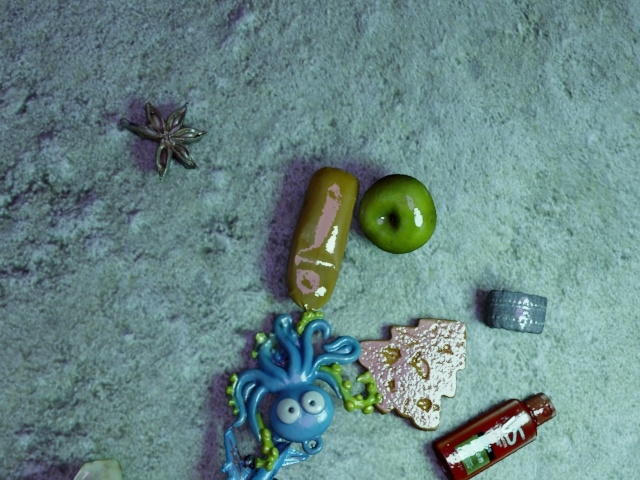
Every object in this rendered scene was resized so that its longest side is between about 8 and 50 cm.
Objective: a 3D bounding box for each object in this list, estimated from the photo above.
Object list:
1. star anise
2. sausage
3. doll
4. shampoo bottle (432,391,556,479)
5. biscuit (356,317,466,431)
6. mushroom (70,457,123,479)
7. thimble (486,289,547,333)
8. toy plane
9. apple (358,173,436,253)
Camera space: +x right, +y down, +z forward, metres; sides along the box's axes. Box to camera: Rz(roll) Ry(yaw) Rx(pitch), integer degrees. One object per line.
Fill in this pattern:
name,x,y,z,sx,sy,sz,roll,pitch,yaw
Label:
star anise,-0.364,-0.250,1.713,0.172,0.063,0.208,-35,84,-18
sausage,-0.002,0.001,1.703,0.134,0.116,0.353,20,80,-21
doll,-0.048,0.323,1.616,0.346,0.098,0.341,-14,67,-11
shampoo bottle,0.428,0.473,1.713,0.314,0.076,0.118,-25,82,-13
biscuit,0.244,0.305,1.726,0.306,0.043,0.284,-39,85,-12
mushroom,-0.422,0.595,1.459,0.298,0.297,0.290,-15,59,-12
thimble,0.483,0.177,1.740,0.150,0.150,0.097,9,84,-8
toy plane,-0.149,0.547,1.579,0.254,0.105,0.271,43,63,0
apple,0.191,-0.065,1.714,0.157,0.196,0.196,-22,83,-54
